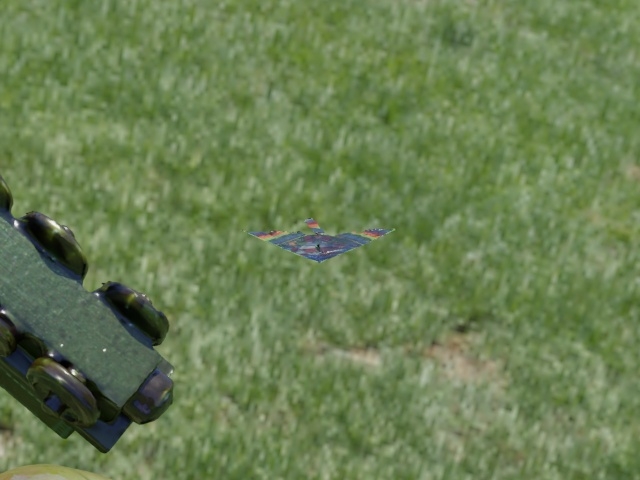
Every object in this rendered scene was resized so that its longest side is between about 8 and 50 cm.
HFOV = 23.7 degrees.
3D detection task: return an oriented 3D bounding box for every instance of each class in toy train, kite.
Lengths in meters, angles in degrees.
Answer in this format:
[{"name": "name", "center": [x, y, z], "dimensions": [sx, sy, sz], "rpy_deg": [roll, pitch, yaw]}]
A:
[{"name": "toy train", "center": [-0.188, 0.037, 0.911], "dimensions": [0.225, 0.137, 0.090], "rpy_deg": [42, 64, -3]}, {"name": "kite", "center": [0.000, 0.000, 1.185], "dimensions": [0.122, 0.004, 0.090], "rpy_deg": [-3, 23, -5]}]

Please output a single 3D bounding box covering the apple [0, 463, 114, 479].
[{"name": "apple", "center": [-0.203, 0.353, 1.219], "dimensions": [0.319, 0.277, 0.319], "rpy_deg": [39, 10, -9]}]
